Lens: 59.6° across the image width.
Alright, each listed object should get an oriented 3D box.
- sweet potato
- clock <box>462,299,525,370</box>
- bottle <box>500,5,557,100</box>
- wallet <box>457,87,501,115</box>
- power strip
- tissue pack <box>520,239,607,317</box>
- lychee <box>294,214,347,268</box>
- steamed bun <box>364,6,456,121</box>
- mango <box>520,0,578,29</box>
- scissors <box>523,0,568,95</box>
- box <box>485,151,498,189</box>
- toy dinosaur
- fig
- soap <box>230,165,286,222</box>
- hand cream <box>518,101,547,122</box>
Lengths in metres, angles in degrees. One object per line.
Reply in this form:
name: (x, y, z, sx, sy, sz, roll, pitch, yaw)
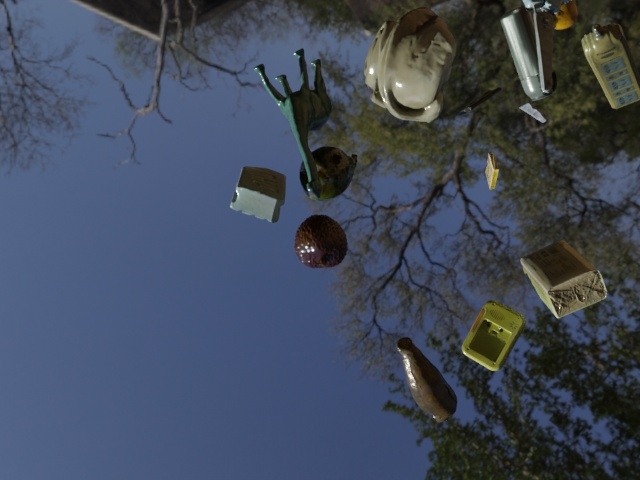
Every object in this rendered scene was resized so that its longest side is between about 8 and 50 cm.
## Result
sweet potato: (0.237, 0.327, 1.261, 0.286, 0.085, 0.112, 52, 175, -33)
clock: (0.560, 0.307, 1.806, 0.143, 0.202, 0.096, 30, 180, 26)
bottle: (0.583, -0.520, 1.551, 0.096, 0.254, 0.079, -22, -169, 5)
wallet: (0.522, -0.456, 1.838, 0.156, 0.082, 0.018, -34, -80, -20)
power strip: (0.755, -0.444, 1.434, 0.387, 0.092, 0.066, 23, -124, -48)
tissue pack: (0.740, 0.113, 1.717, 0.159, 0.125, 0.234, -25, -159, 8)
lychee: (0.001, 0.007, 1.883, 0.194, 0.194, 0.194, 14, -148, -9)
steamed bun: (0.265, -0.548, 1.767, 0.255, 0.342, 0.368, -1, -150, -5)
mango: (0.700, -0.795, 1.721, 0.177, 0.295, 0.120, -20, 180, 6)
scissors: (0.414, -0.417, 1.045, 0.191, 0.029, 0.360, 10, -111, -6)
box: (0.586, -0.237, 1.911, 0.020, 0.149, 0.073, -11, -114, 8)
toy dinosaur: (-0.012, -0.271, 1.341, 0.331, 0.129, 0.383, 67, -156, -2)
fig: (0.045, -0.241, 1.941, 0.245, 0.195, 0.195, -18, -134, -27)
soap: (-0.214, -0.177, 1.989, 0.173, 0.095, 0.289, 19, -157, -10)
hand cream: (0.559, -0.335, 1.458, 0.093, 0.030, 0.019, 26, -119, -24)
